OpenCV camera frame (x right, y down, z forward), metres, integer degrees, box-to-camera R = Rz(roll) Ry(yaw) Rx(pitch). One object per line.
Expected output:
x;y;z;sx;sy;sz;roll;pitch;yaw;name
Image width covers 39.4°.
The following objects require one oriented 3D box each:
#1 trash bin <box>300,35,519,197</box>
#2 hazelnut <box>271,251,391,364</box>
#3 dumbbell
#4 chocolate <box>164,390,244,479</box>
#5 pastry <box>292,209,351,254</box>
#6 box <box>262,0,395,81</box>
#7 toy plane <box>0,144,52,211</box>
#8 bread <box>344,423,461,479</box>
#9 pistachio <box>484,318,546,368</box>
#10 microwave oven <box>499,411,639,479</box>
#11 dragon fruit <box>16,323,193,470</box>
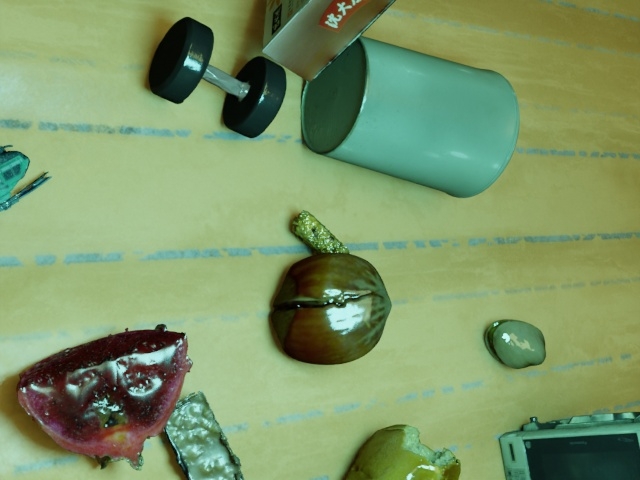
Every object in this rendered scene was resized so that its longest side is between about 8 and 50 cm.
0.201;-0.252;1.847;0.431;0.280;0.281;11;71;-32;trash bin
0.020;0.123;1.654;0.181;0.180;0.212;14;70;-36;hazelnut
-0.186;-0.295;1.636;0.218;0.152;0.153;23;64;-31;dumbbell
-0.169;0.413;1.501;0.102;0.065;0.329;-25;94;-7;chocolate
0.000;0.000;1.745;0.140;0.080;0.056;45;82;-11;pastry
0.046;-0.551;1.697;0.122;0.344;0.385;29;42;-27;box
-0.522;-0.077;1.381;0.235;0.060;0.096;-44;118;-41;toy plane
0.111;0.493;1.615;0.149;0.195;0.344;58;48;-35;bread
0.434;0.229;1.989;0.149;0.113;0.113;34;59;-27;pistachio
0.628;0.482;1.880;0.332;0.394;0.247;5;74;-37;microwave oven
-0.332;0.257;1.395;0.262;0.134;0.212;-12;97;-24;dragon fruit
